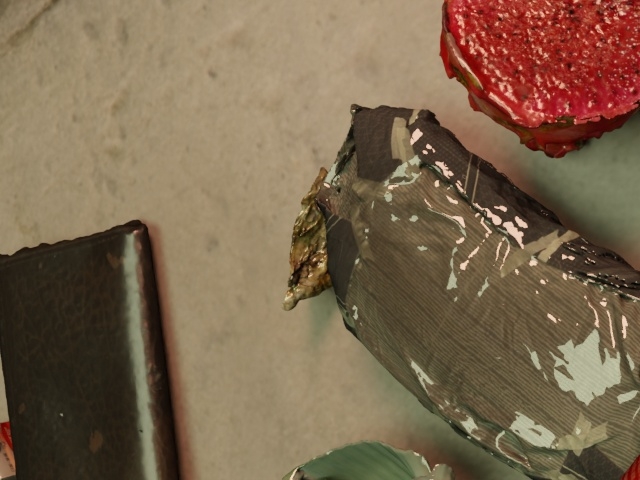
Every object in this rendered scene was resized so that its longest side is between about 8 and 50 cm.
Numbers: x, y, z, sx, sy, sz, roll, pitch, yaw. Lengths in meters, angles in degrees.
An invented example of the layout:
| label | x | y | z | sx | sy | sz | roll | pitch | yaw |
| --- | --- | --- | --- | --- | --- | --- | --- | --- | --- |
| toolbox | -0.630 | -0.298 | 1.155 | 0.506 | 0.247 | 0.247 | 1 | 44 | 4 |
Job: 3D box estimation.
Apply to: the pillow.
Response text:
| label | x | y | z | sx | sy | sz | roll | pitch | yaw |
| --- | --- | --- | --- | --- | --- | --- | --- | --- | --- |
| pillow | 0.114 | 0.041 | 1.075 | 0.335 | 0.092 | 0.162 | 38 | 113 | 32 |

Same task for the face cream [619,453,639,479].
| label | x | y | z | sx | sy | sz | roll | pitch | yaw |
| --- | --- | --- | --- | --- | --- | --- | --- | --- | --- |
| face cream | 0.246 | 0.170 | 0.895 | 0.201 | 0.201 | 0.187 | 45 | 115 | 29 |

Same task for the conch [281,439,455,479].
| label | x | y | z | sx | sy | sz | roll | pitch | yaw |
| --- | --- | --- | --- | --- | --- | --- | --- | --- | --- |
| conch | 0.036 | 0.235 | 1.126 | 0.200 | 0.131 | 0.172 | -48 | 33 | -1 |

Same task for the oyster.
| label | x | y | z | sx | sy | sz | roll | pitch | yaw |
| --- | --- | --- | --- | --- | --- | --- | --- | --- | --- |
| oyster | 0.000 | 0.000 | 1.187 | 0.038 | 0.081 | 0.083 | 21 | 140 | 16 |

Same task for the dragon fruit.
| label | x | y | z | sx | sy | sz | roll | pitch | yaw |
| --- | --- | --- | --- | --- | --- | --- | --- | --- | --- |
| dragon fruit | 0.140 | -0.112 | 1.055 | 0.153 | 0.153 | 0.111 | 58 | 164 | 22 |

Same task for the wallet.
| label | x | y | z | sx | sy | sz | roll | pitch | yaw |
| --- | --- | --- | --- | --- | --- | --- | --- | --- | --- |
| wallet | -0.174 | 0.154 | 1.350 | 0.170 | 0.044 | 0.321 | -14 | 79 | 38 |

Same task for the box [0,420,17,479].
| label | x | y | z | sx | sy | sz | roll | pitch | yaw |
| --- | --- | --- | --- | --- | --- | --- | --- | --- | --- |
| box | -0.321 | 0.235 | 1.474 | 0.218 | 0.039 | 0.055 | -46 | 65 | 31 |
